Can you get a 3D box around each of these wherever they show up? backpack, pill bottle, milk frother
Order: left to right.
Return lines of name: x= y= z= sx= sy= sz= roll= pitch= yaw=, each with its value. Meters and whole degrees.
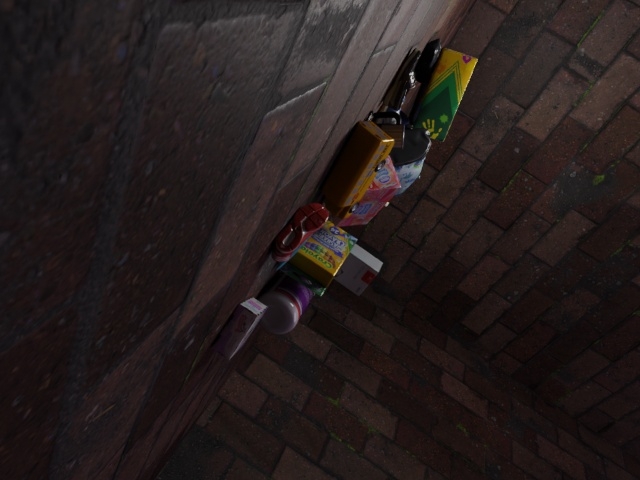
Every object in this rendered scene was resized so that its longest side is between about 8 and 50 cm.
pill bottle: x=-0.132 y=0.229 z=1.870 sx=0.181 sy=0.181 sz=0.323 roll=-58 pitch=176 yaw=29
milk frother: x=0.216 y=-0.375 z=1.544 sx=0.143 sy=0.134 sz=0.129 roll=-57 pitch=148 yaw=-69
backpack: x=0.307 y=-0.337 z=2.027 sx=0.355 sy=0.290 sz=0.273 roll=171 pitch=-91 yaw=-78

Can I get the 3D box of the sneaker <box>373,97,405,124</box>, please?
sneaker: x=0.257 y=-0.427 z=1.725 sx=0.296 sy=0.131 sz=0.112 roll=-58 pitch=175 yaw=-9

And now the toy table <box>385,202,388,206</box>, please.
toy table: x=0.263 y=-0.283 z=2.568 sx=0.274 sy=0.252 sz=0.161 roll=-65 pitch=-167 yaw=3

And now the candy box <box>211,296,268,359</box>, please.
candy box: x=-0.254 y=0.276 z=1.462 sx=0.165 sy=0.070 sz=0.196 roll=-57 pitch=178 yaw=0

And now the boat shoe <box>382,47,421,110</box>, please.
boat shoe: x=0.294 y=-0.549 z=1.566 sx=0.080 sy=0.073 sz=0.223 roll=-54 pitch=176 yaw=-46

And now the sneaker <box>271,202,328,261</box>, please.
sneaker: x=-0.073 y=-0.020 z=1.349 sx=0.221 sy=0.087 sz=0.128 roll=-39 pitch=175 yaw=-37

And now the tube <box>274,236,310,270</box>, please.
tube: x=-0.095 y=0.024 z=1.632 sx=0.207 sy=0.052 sz=0.080 roll=-52 pitch=174 yaw=23

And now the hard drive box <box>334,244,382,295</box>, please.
hard drive box: x=0.140 y=0.116 z=2.111 sx=0.181 sy=0.232 sz=0.089 roll=-57 pitch=178 yaw=35

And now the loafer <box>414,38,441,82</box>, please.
loafer: x=0.465 y=-0.769 z=1.959 sx=0.078 sy=0.076 sz=0.223 roll=-47 pitch=170 yaw=-20

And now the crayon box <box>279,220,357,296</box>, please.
crayon box: x=-0.004 y=0.048 z=1.805 sx=0.323 sy=0.203 sz=0.083 roll=-54 pitch=175 yaw=-49

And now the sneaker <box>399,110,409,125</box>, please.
sneaker: x=0.330 y=-0.493 z=2.205 sx=0.315 sy=0.127 sz=0.182 roll=-55 pitch=179 yaw=-2

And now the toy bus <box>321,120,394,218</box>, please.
toy bus: x=0.107 y=-0.218 z=1.482 sx=0.130 sy=0.108 sz=0.333 roll=-21 pitch=149 yaw=-51

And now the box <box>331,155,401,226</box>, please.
box: x=0.153 y=-0.180 z=1.719 sx=0.154 sy=0.142 sz=0.300 roll=-6 pitch=158 yaw=-25

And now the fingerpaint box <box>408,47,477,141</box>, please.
fingerpaint box: x=0.559 y=-0.708 z=2.165 sx=0.445 sy=0.163 sz=0.371 roll=-71 pitch=179 yaw=-65
